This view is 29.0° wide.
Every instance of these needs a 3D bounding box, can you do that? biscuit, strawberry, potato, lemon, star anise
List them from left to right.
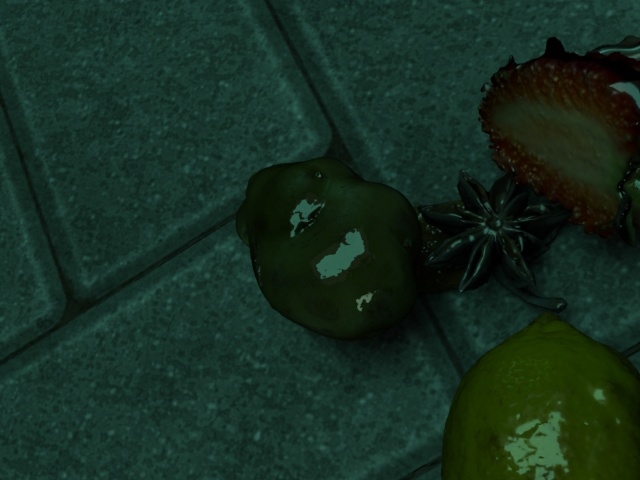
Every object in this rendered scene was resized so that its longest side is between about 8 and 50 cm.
[{"bbox_3d":[0.003,-0.001,1.670,0.351,0.202,0.218,35,99,46],"label":"potato"},{"bbox_3d":[0.098,0.018,1.741,0.237,0.026,0.131,-8,64,23],"label":"biscuit"},{"bbox_3d":[0.238,0.005,1.640,0.209,0.089,0.231,-10,63,5],"label":"star anise"},{"bbox_3d":[0.273,0.243,1.426,0.268,0.268,0.321,5,71,27],"label":"lemon"},{"bbox_3d":[0.340,-0.152,1.573,0.138,0.233,0.306,-16,37,-28],"label":"strawberry"}]

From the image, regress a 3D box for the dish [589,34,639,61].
[{"bbox_3d":[0.432,-0.213,1.645,0.213,0.090,0.213,-10,65,22],"label":"dish"}]
